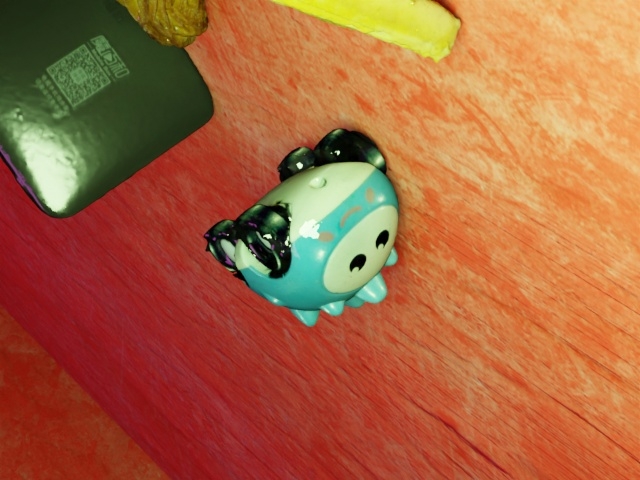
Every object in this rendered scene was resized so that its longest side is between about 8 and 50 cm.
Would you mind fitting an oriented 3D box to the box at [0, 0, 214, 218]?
[{"bbox_3d":[-0.321,-0.212,1.892,0.290,0.289,0.073,55,163,-7],"label":"box"}]

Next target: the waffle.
[{"bbox_3d":[-0.022,-0.244,1.337,0.221,0.055,0.248,14,-170,-40],"label":"waffle"}]

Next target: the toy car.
[{"bbox_3d":[0.000,0.000,1.646,0.190,0.188,0.255,50,157,-7],"label":"toy car"}]

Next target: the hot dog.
[{"bbox_3d":[-0.219,-0.337,1.718,0.175,0.114,0.259,39,153,39],"label":"hot dog"}]
